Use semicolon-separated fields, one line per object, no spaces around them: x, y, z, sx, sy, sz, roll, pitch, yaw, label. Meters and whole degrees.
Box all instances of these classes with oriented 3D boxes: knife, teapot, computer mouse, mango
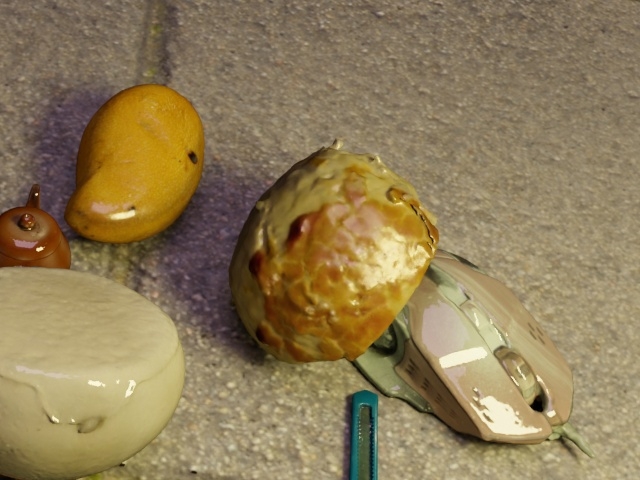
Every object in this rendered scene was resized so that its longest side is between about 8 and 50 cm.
0.044;0.282;1.840;0.044;0.026;0.297;0;48;2;knife
-0.343;0.012;1.932;0.116;0.116;0.173;9;48;-6;teapot
0.171;0.121;1.960;0.389;0.115;0.199;40;55;22;computer mouse
-0.229;-0.086;2.054;0.157;0.109;0.262;27;52;-2;mango

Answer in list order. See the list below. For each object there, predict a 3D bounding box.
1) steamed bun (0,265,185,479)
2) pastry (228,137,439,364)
-0.288;0.152;1.763;0.283;0.177;0.283;11;24;-5;steamed bun
-0.003;0.007;1.910;0.256;0.170;0.237;-43;28;-1;pastry
